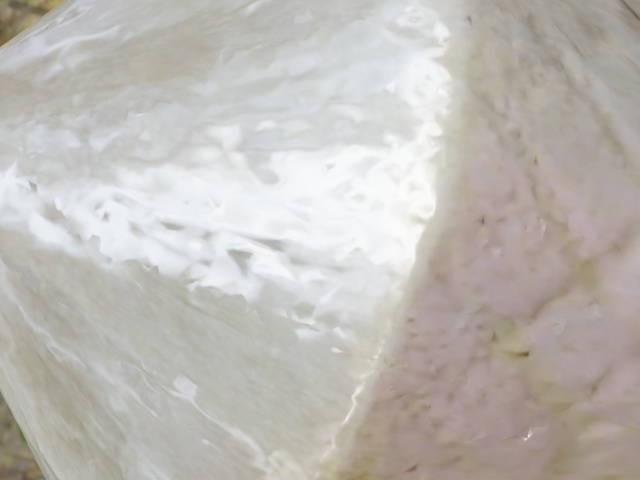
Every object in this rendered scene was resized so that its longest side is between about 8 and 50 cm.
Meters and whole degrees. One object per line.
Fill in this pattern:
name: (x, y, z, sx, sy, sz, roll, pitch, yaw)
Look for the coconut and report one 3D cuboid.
coconut: (0.000, 0.000, 0.558, 0.329, 0.329, 0.328, -165, 90, -85)
